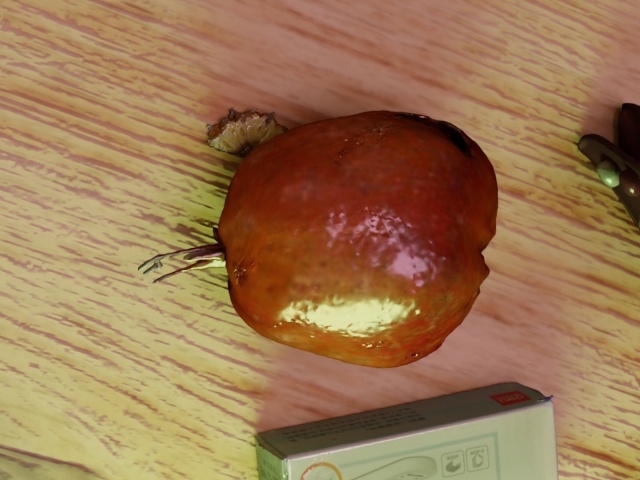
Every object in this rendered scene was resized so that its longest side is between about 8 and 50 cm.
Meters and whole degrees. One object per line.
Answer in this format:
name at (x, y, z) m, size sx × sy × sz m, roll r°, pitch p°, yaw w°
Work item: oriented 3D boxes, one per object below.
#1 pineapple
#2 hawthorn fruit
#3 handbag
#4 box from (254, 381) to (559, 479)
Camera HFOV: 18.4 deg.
pineapple at (-0.055, -0.089, 1.660) m, size 0.083 × 0.019 × 0.045 m, roll 14°, pitch 100°, yaw -24°
hawthorn fruit at (0.000, 0.000, 1.603) m, size 0.299 × 0.211 × 0.211 m, roll -3°, pitch 101°, yaw -11°
handbag at (0.326, -0.010, 1.729) m, size 0.074 × 0.203 × 0.216 m, roll -35°, pitch 110°, yaw -4°
box at (0.081, 0.213, 1.736) m, size 0.269 × 0.079 × 0.135 m, roll -9°, pitch 103°, yaw -20°
